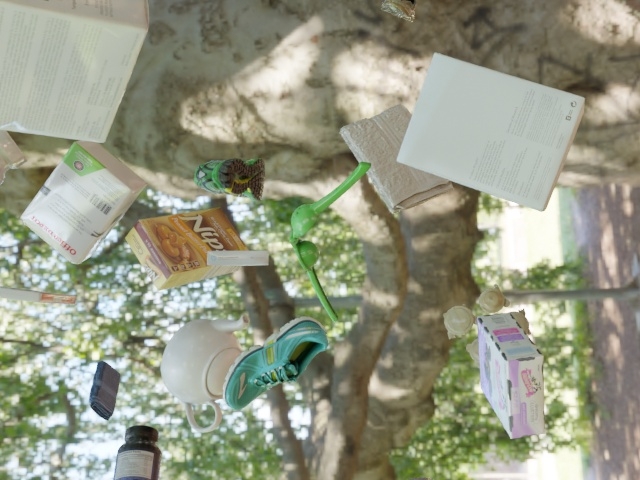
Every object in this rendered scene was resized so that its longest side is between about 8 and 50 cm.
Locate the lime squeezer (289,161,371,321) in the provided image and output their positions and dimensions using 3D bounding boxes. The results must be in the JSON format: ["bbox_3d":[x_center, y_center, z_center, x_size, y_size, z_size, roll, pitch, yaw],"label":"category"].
[{"bbox_3d":[0.000,0.000,1.338,0.059,0.110,0.310,-115,29,-55],"label":"lime squeezer"}]

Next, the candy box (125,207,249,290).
[{"bbox_3d":[-0.360,0.018,2.219,0.316,0.087,0.183,-14,-115,-52],"label":"candy box"}]

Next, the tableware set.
[{"bbox_3d":[0.353,0.178,1.702,0.141,0.169,0.020,60,-170,26],"label":"tableware set"}]

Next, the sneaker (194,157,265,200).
[{"bbox_3d":[-0.269,-0.198,2.457,0.343,0.146,0.134,10,-95,-71],"label":"sneaker"}]

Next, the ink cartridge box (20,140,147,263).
[{"bbox_3d":[-0.630,-0.105,2.130,0.198,0.273,0.115,41,-163,-3],"label":"ink cartridge box"}]

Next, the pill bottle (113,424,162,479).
[{"bbox_3d":[-0.494,0.620,2.163,0.123,0.123,0.219,72,-168,-49],"label":"pill bottle"}]

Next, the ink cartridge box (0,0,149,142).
[{"bbox_3d":[-0.502,-0.301,1.279,0.308,0.385,0.091,-48,43,49],"label":"ink cartridge box"}]

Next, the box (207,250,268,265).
[{"bbox_3d":[-0.200,0.043,1.967,0.186,0.145,0.038,179,91,-87],"label":"box"}]

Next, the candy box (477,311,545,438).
[{"bbox_3d":[0.360,0.252,1.521,0.196,0.070,0.164,-107,10,-71],"label":"candy box"}]

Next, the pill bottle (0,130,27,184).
[{"bbox_3d":[-0.820,-0.159,1.804,0.162,0.278,0.162,50,166,17],"label":"pill bottle"}]

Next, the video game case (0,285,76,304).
[{"bbox_3d":[-0.711,0.125,1.873,0.285,0.204,0.025,107,171,-85],"label":"video game case"}]

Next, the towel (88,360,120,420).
[{"bbox_3d":[-0.455,0.314,1.678,0.067,0.029,0.119,54,-161,-34],"label":"towel"}]

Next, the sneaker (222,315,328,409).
[{"bbox_3d":[-0.101,0.276,1.770,0.107,0.275,0.110,54,173,-36],"label":"sneaker"}]

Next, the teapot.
[{"bbox_3d":[-0.298,0.349,2.186,0.252,0.187,0.256,-42,-45,-34],"label":"teapot"}]

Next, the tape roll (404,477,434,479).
[{"bbox_3d":[0.254,0.768,2.254,0.072,0.219,0.219,-115,8,-50],"label":"tape roll"}]

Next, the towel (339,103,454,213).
[{"bbox_3d":[0.189,-0.205,1.964,0.282,0.187,0.049,58,161,24],"label":"towel"}]

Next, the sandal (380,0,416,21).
[{"bbox_3d":[0.157,-0.464,1.564,0.180,0.072,0.049,-65,-2,-77],"label":"sandal"}]

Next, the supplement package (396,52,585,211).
[{"bbox_3d":[0.306,-0.187,1.421,0.199,0.263,0.198,-71,-16,8],"label":"supplement package"}]
